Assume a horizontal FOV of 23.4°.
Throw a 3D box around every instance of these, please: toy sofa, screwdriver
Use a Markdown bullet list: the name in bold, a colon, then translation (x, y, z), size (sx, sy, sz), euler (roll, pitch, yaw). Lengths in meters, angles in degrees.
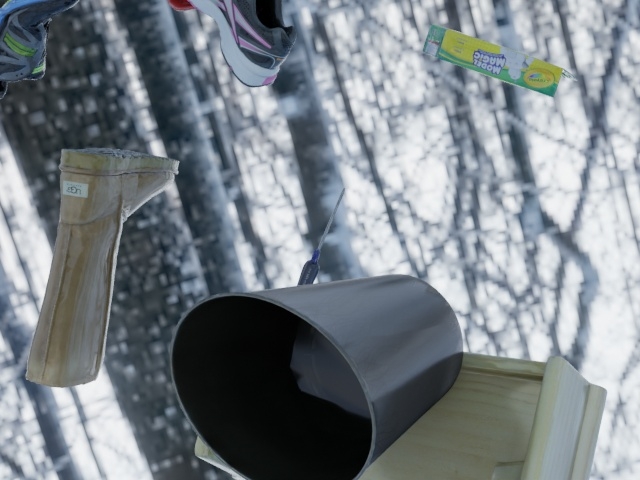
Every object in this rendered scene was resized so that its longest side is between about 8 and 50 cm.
- **toy sofa**: translation (0.081, 0.181, 1.469), size (0.362, 0.177, 0.150), euler (5, -108, 30)
- **screwdriver**: translation (0.000, 0.000, 2.233), size (0.025, 0.170, 0.024), euler (25, -167, 33)

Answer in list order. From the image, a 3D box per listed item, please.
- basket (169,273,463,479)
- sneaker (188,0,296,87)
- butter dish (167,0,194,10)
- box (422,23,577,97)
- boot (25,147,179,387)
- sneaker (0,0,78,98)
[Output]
- **basket**: translation (0.018, 0.109, 1.329), size (0.204, 0.154, 0.227), euler (30, -157, 26)
- **sneaker**: translation (-0.075, -0.242, 1.511), size (0.072, 0.178, 0.077), euler (-21, 164, -49)
- **butter dish**: translation (-0.163, -0.420, 2.272), size (0.160, 0.118, 0.160), euler (-13, -145, -13)
- **box**: translation (0.223, -0.220, 1.916), size (0.179, 0.043, 0.105), euler (15, -171, -9)
- **boot**: translation (-0.263, 0.026, 1.843), size (0.089, 0.270, 0.236), euler (11, -173, 24)
- **sneaker**: translation (-0.297, -0.206, 1.566), size (0.188, 0.078, 0.067), euler (-35, -166, 37)
